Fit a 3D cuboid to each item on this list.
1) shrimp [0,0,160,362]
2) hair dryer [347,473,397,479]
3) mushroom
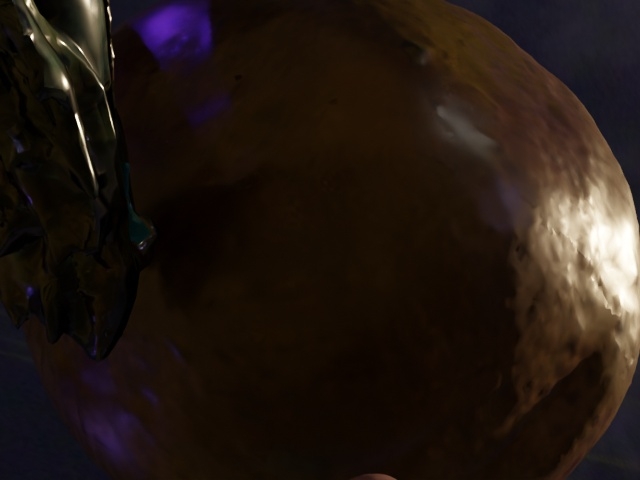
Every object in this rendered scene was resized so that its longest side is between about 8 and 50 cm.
[{"bbox_3d":[-0.107,-0.059,0.316,0.054,0.290,0.222,-4,-146,14],"label":"shrimp"},{"bbox_3d":[0.054,0.107,0.389,0.063,0.114,0.037,31,-86,49],"label":"hair dryer"},{"bbox_3d":[-0.002,-0.013,0.550,0.263,0.195,0.283,-7,-147,6],"label":"mushroom"}]
